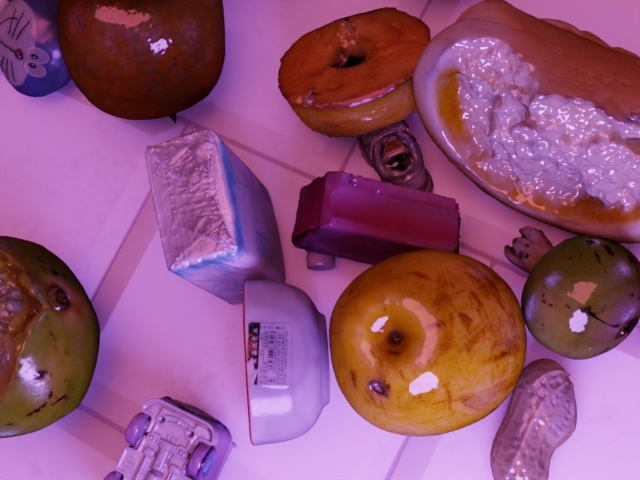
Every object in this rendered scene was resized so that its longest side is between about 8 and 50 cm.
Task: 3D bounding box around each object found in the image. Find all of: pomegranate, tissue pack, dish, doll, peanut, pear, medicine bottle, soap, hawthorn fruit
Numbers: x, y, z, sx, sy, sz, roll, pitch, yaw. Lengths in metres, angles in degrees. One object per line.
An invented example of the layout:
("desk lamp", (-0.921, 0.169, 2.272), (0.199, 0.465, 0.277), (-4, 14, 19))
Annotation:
("pomegranate", (0.349, 0.076, 1.342), (0.210, 0.179, 0.179), (12, 77, 47))
("pomegranate", (-0.489, 0.165, 1.503), (0.358, 0.216, 0.309), (-36, 68, 34))
("tissue pack", (-0.150, -0.027, 1.425), (0.124, 0.271, 0.201), (-12, 74, 9))
("dish", (-0.048, 0.174, 1.380), (0.117, 0.256, 0.256), (-3, 75, -3))
("doll", (-0.528, -0.364, 1.665), (0.258, 0.154, 0.228), (43, 122, 26))
("peanut", (0.298, 0.272, 1.344), (0.099, 0.090, 0.214), (25, 84, -12))
("pear", (0.144, 0.141, 1.316), (0.281, 0.281, 0.280), (-3, 76, 12))
("medicine bottle", (0.000, 0.000, 1.499), (0.052, 0.052, 0.089), (-4, 75, 12))
("soap", (0.099, -0.026, 1.422), (0.250, 0.162, 0.099), (12, 73, -16))
("hawthorn fruit", (-0.285, -0.315, 1.540), (0.268, 0.301, 0.267), (-3, 40, 3))

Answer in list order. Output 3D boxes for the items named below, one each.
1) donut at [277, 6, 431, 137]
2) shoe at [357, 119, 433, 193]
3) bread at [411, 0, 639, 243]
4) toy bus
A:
("donut", (0.058, -0.264, 1.482), (0.253, 0.118, 0.253), (-16, 43, 16))
("shoe", (0.108, -0.142, 1.488), (0.089, 0.092, 0.180), (-26, 71, 5))
("bread", (0.342, -0.183, 1.318), (0.424, 0.329, 0.245), (30, 77, 15))
("toy bus", (-0.227, 0.342, 1.418), (0.142, 0.142, 0.202), (23, 83, 17))
